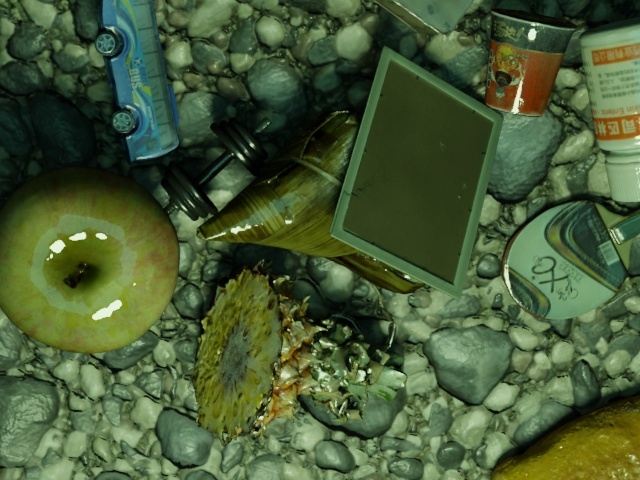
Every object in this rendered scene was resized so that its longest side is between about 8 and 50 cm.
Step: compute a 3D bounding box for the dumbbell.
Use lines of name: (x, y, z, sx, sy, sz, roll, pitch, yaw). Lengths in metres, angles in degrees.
dumbbell: (-0.150, -0.099, 1.699, 0.208, 0.099, 0.099, -42, 101, 0)

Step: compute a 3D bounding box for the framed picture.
framed picture: (0.137, -0.093, 1.687, 0.232, 0.019, 0.296, 27, 68, -26)

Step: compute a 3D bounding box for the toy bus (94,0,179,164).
toy bus: (-0.254, -0.227, 1.675, 0.094, 0.079, 0.237, -11, 101, -6)

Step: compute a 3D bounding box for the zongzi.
zongzi: (0.000, 0.000, 1.679, 0.288, 0.134, 0.286, -41, 103, -25)

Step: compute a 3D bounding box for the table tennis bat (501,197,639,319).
table tennis bat: (0.415, 0.007, 1.822, 0.301, 0.022, 0.173, -28, 102, 1)

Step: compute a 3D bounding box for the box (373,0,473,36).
box: (0.146, -0.454, 1.630, 0.225, 0.190, 0.297, 34, 93, -10)

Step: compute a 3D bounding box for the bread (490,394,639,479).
bread: (0.441, 0.427, 1.829, 0.337, 0.148, 0.328, -24, 101, -3)

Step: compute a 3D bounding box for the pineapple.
pineapple: (-0.011, 0.175, 1.724, 0.271, 0.262, 0.263, 14, 98, -33)

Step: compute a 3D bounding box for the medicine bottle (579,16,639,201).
medicine bottle: (0.459, -0.189, 1.733, 0.144, 0.144, 0.252, -16, 102, -4)

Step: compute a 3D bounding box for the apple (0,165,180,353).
apple: (-0.315, 0.022, 1.632, 0.256, 0.234, 0.257, -1, 99, -4)

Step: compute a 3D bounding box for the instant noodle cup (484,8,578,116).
instant noodle cup: (0.287, -0.251, 1.720, 0.127, 0.127, 0.136, 8, 108, -8)
